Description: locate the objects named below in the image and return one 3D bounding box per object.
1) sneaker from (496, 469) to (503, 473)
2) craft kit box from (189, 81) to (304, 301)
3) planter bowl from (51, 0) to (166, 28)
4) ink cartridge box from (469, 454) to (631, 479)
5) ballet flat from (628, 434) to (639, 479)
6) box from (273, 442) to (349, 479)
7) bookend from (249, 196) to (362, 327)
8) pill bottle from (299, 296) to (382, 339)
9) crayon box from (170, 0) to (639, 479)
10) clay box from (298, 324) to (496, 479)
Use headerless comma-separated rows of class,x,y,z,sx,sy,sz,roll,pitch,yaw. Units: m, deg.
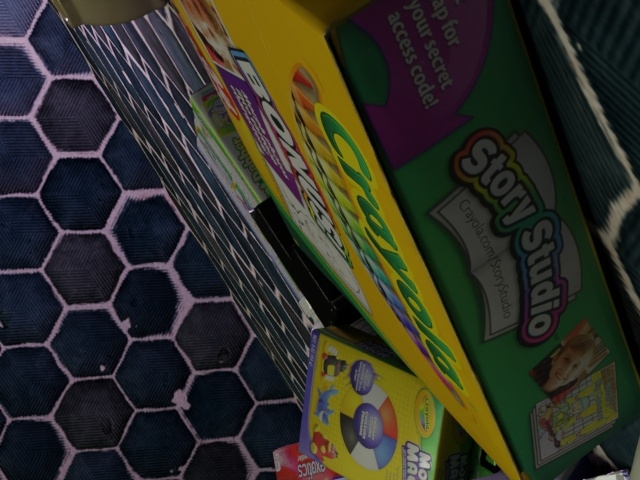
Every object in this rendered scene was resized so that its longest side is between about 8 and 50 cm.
sneaker,0.223,0.329,1.475,0.161,0.102,0.282,-131,21,-66
craft kit box,-0.058,-0.047,1.840,0.250,0.061,0.246,56,175,6
planter bowl,-0.264,-0.309,1.848,0.162,0.109,0.162,56,173,10
ink cartridge box,0.224,0.313,1.276,0.307,0.072,0.304,-26,99,49
ballet flat,0.224,0.244,0.930,0.139,0.139,0.400,49,169,47
box,0.058,0.260,1.689,0.257,0.122,0.128,150,114,-63
bookend,0.000,0.000,1.581,0.157,0.072,0.156,56,172,10
pill bottle,0.045,0.110,1.706,0.152,0.086,0.086,56,173,9
crayon box,0.029,-0.069,0.958,0.313,0.106,0.363,48,169,49
clay box,0.071,0.169,1.489,0.222,0.053,0.127,21,109,50
